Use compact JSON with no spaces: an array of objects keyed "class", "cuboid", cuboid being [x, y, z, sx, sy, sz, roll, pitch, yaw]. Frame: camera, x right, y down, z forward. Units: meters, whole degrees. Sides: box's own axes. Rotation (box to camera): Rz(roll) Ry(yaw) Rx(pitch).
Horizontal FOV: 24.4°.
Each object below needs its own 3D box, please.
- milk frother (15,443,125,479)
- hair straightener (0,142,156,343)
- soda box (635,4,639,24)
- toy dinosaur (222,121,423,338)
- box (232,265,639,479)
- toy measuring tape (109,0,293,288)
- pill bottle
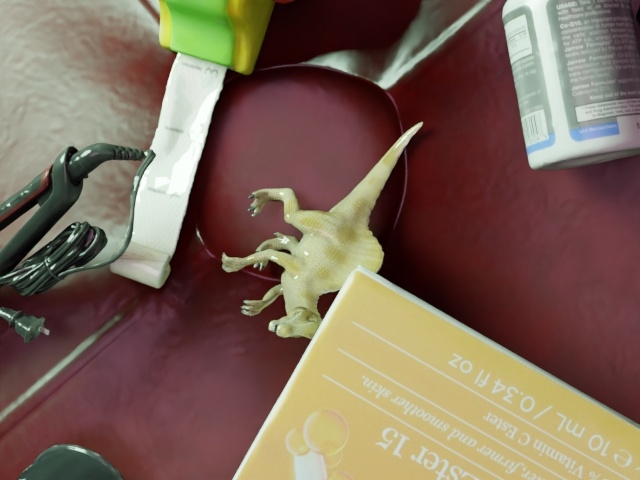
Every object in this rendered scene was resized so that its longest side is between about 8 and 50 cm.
[{"class":"milk frother","cuboid":[-0.163,0.223,0.902,0.143,0.135,0.129,34,124,11]},{"class":"hair straightener","cuboid":[-0.187,0.018,0.940,0.230,0.047,0.089,-34,84,17]},{"class":"soda box","cuboid":[0.251,-0.079,0.891,0.053,0.060,0.169,-25,83,6]},{"class":"toy dinosaur","cuboid":[0.000,0.000,0.925,0.093,0.053,0.183,11,51,26]},{"class":"box","cuboid":[0.034,0.219,0.846,0.215,0.168,0.345,29,89,9]},{"class":"toy measuring tape","cuboid":[-0.077,-0.133,0.917,0.121,0.121,0.330,18,90,9]},{"class":"pill bottle","cuboid":[0.153,-0.116,0.898,0.078,0.078,0.137,-10,86,8]}]
